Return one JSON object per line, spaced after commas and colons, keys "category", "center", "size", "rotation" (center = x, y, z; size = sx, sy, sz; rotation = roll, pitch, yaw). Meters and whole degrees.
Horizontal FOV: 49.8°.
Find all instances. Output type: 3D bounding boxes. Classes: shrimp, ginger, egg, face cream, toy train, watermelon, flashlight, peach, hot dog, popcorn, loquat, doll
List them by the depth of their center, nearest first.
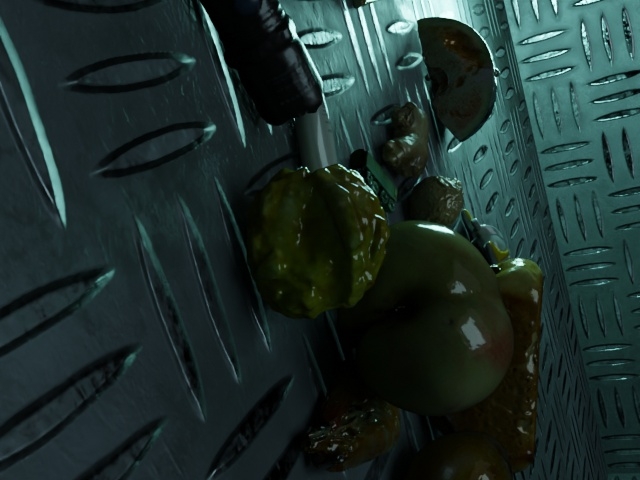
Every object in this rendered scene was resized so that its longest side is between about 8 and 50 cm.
{"category": "flashlight", "center": [-0.119, -0.332, 0.836], "size": [0.424, 0.103, 0.103], "rotation": [60, 33, -34]}
{"category": "popcorn", "center": [-0.002, 0.000, 0.867], "size": [0.155, 0.197, 0.198], "rotation": [-18, 97, -79]}
{"category": "shrimp", "center": [0.045, 0.254, 0.999], "size": [0.294, 0.062, 0.154], "rotation": [-3, 71, -66]}
{"category": "peach", "center": [0.157, 0.116, 1.020], "size": [0.292, 0.247, 0.292], "rotation": [44, 15, -15]}
{"category": "face cream", "center": [-0.008, -0.156, 1.041], "size": [0.072, 0.051, 0.182], "rotation": [-6, 85, -64]}
{"category": "loquat", "center": [0.234, 0.419, 1.167], "size": [0.227, 0.179, 0.179], "rotation": [-38, 116, -40]}
{"category": "toy train", "center": [0.096, -0.102, 1.242], "size": [0.148, 0.038, 0.071], "rotation": [43, 42, -49]}
{"category": "hot dog", "center": [0.306, 0.230, 1.320], "size": [0.185, 0.223, 0.406], "rotation": [-24, 116, -65]}
{"category": "ginger", "center": [0.181, -0.190, 1.401], "size": [0.137, 0.074, 0.213], "rotation": [53, 32, -26]}
{"category": "egg", "center": [0.242, -0.077, 1.433], "size": [0.140, 0.118, 0.116], "rotation": [-69, 140, -65]}
{"category": "watermelon", "center": [0.371, -0.409, 1.739], "size": [0.188, 0.175, 0.322], "rotation": [-11, 92, -63]}
{"category": "doll", "center": [0.448, 0.053, 1.813], "size": [0.316, 0.103, 0.146], "rotation": [62, 27, -42]}

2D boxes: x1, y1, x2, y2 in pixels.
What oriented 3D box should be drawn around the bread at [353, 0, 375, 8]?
{"category": "bread", "center": [0.091, -0.510, 1.388], "size": [0.068, 0.028, 0.154], "rotation": [70, 27, -16]}
